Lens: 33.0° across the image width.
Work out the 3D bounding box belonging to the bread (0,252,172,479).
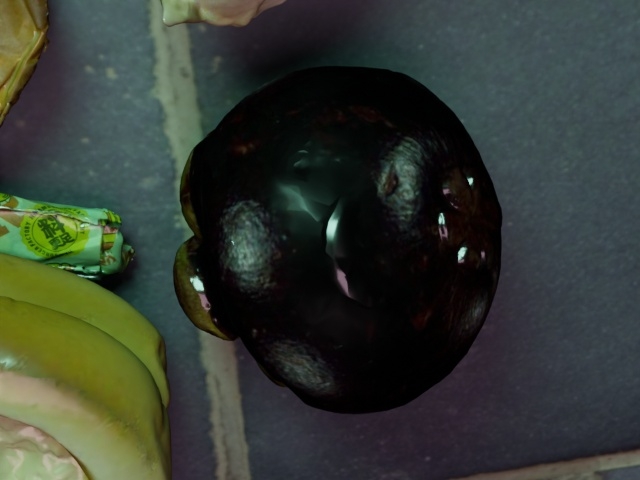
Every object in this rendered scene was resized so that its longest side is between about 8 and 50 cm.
[{"bbox_3d":[-0.324,0.167,0.859,0.424,0.245,0.328,-8,106,3],"label":"bread"}]

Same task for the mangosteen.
[{"bbox_3d":[0.004,-0.003,0.852,0.233,0.288,0.287,-47,120,-15],"label":"mangosteen"}]

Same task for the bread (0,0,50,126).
[{"bbox_3d":[-0.290,-0.167,0.770,0.199,0.104,0.199,-6,125,-8],"label":"bread"}]

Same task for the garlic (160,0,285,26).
[{"bbox_3d":[-0.038,-0.307,0.671,0.286,0.249,0.313,13,138,-35],"label":"garlic"}]

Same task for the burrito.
[{"bbox_3d":[-0.289,-0.027,0.874,0.288,0.054,0.104,9,130,-14],"label":"burrito"}]
